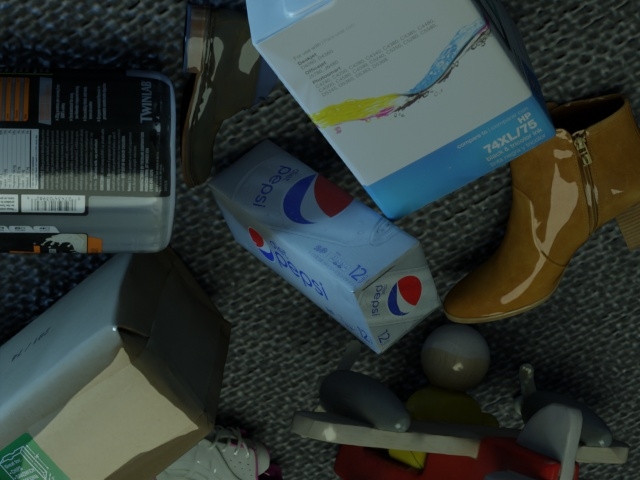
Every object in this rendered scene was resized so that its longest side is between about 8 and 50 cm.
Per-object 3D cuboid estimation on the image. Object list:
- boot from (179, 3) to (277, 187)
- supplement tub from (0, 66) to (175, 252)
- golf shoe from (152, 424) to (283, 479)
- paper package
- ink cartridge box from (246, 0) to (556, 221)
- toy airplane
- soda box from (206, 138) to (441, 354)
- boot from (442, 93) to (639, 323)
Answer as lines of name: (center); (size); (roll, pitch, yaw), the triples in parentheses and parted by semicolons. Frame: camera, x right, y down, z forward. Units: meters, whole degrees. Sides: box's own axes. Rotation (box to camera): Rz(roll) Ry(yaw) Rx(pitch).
boot: (-0.095, -0.146, 1.686); (0.106, 0.082, 0.219); (2, 128, -6)
supplement tub: (-0.310, -0.083, 1.636); (0.316, 0.193, 0.193); (1, 130, -8)
golf shoe: (-0.151, 0.266, 2.023); (0.140, 0.115, 0.306); (-30, 135, 4)
paper package: (-0.273, 0.184, 1.747); (0.325, 0.309, 0.168); (-37, 104, 12)
ink cartridge box: (0.074, -0.204, 1.583); (0.197, 0.198, 0.270); (-28, 129, 16)
toy airplane: (0.178, 0.229, 1.919); (0.385, 0.272, 0.386); (-3, 165, 11)
soda box: (0.000, 0.000, 1.688); (0.091, 0.286, 0.098); (-37, 131, -16)
boot: (0.241, -0.042, 1.820); (0.295, 0.104, 0.211); (-26, 124, 7)
